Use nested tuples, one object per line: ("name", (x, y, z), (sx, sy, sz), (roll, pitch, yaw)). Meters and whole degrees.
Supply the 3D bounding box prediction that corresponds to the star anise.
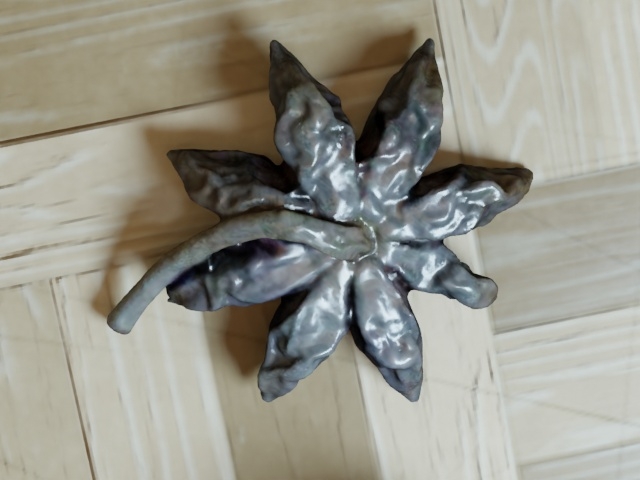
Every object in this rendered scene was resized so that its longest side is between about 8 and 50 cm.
("star anise", (0.000, 0.001, 1.049), (0.262, 0.081, 0.230), (-20, 110, -2))
